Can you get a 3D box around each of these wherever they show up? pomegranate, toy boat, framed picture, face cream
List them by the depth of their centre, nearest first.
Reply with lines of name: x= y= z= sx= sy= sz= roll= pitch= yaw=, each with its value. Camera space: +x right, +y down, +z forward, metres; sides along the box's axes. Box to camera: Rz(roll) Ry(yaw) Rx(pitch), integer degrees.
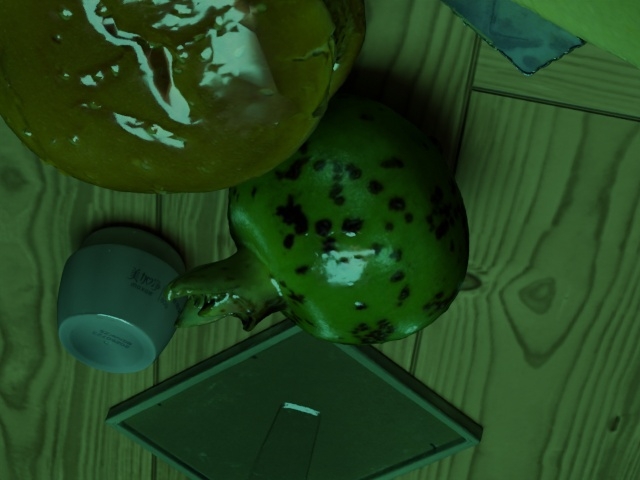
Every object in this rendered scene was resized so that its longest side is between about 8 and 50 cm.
toy boat: x=0.142 y=-0.171 z=1.461 sx=0.115 sy=0.016 sz=0.063 roll=38 pitch=136 yaw=-26
pomegranate: x=0.000 y=0.000 z=1.542 sx=0.211 sy=0.263 sz=0.211 roll=49 pitch=164 yaw=19
face cream: x=-0.181 y=0.054 z=1.759 sx=0.117 sy=0.104 sz=0.117 roll=9 pitch=141 yaw=7
framed picture: x=-0.031 y=0.186 z=1.945 sx=0.240 sy=0.020 sz=0.324 roll=36 pitch=137 yaw=-26

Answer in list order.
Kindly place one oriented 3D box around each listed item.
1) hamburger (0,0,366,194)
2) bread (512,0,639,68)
hamburger: x=-0.129 y=-0.170 z=1.417 sx=0.314 sy=0.170 sz=0.290 roll=-11 pitch=122 yaw=29
bread: x=0.158 y=-0.309 z=1.285 sx=0.405 sy=0.242 sz=0.345 roll=33 pitch=156 yaw=31
